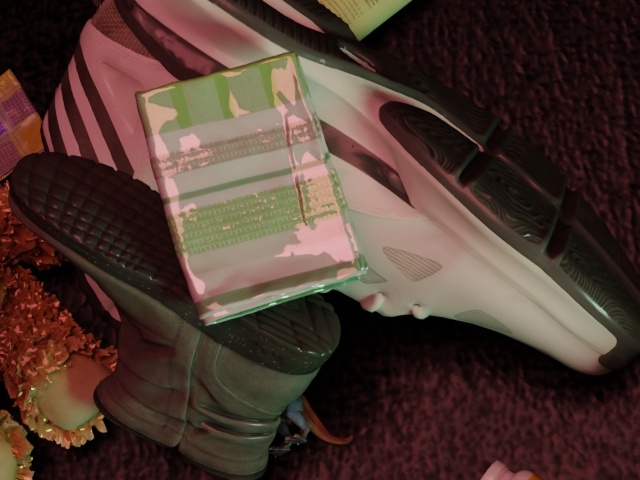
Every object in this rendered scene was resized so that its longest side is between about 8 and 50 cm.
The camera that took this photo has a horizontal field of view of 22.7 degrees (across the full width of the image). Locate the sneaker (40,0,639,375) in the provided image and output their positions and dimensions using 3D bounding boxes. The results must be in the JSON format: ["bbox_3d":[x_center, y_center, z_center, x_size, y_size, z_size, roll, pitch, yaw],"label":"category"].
[{"bbox_3d":[0.000,-0.001,1.132,0.447,0.169,0.257,37,113,2],"label":"sneaker"}]

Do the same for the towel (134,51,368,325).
[{"bbox_3d":[-0.043,-0.034,0.989,0.113,0.023,0.152,-16,86,-15],"label":"towel"}]

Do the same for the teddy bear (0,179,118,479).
[{"bbox_3d":[-0.289,0.040,1.176,0.338,0.113,0.245,34,87,10],"label":"teddy bear"}]

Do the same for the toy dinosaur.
[{"bbox_3d":[-0.030,0.112,1.144,0.090,0.047,0.082,6,59,-23],"label":"toy dinosaur"}]

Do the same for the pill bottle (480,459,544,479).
[{"bbox_3d":[0.146,0.184,1.077,0.083,0.043,0.043,34,80,18],"label":"pill bottle"}]

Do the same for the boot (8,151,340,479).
[{"bbox_3d":[-0.121,0.062,1.058,0.246,0.161,0.083,32,36,-2],"label":"boot"}]

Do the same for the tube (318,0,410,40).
[{"bbox_3d":[0.027,-0.191,1.221,0.240,0.062,0.070,-43,114,-11],"label":"tube"}]

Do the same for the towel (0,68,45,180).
[{"bbox_3d":[-0.249,-0.089,1.252,0.060,0.009,0.083,-30,70,-1],"label":"towel"}]

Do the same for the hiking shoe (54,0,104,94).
[{"bbox_3d":[-0.118,-0.193,1.225,0.114,0.086,0.227,24,78,13],"label":"hiking shoe"}]
